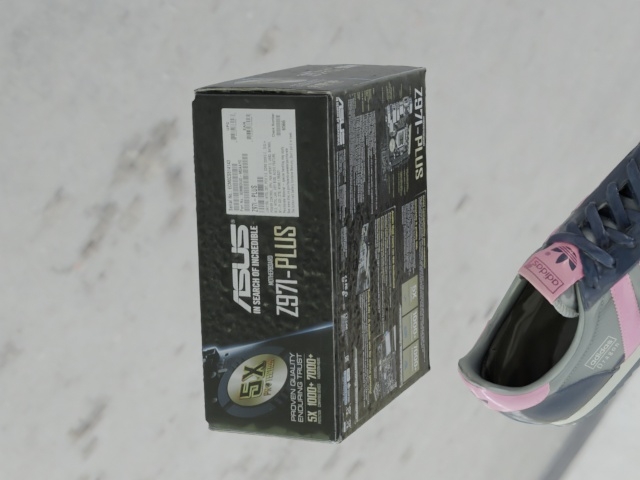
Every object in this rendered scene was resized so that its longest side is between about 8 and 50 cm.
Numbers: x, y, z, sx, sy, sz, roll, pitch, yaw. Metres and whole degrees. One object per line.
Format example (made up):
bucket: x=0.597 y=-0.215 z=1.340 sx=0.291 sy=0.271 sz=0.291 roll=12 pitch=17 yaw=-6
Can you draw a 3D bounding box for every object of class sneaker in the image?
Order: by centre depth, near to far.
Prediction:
sneaker: x=0.223 y=0.011 z=1.142 sx=0.131 sy=0.112 sz=0.319 roll=12 pitch=114 yaw=-48

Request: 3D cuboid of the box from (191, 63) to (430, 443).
box: x=0.000 y=0.000 z=0.811 sx=0.147 sy=0.077 sz=0.180 roll=-27 pitch=117 yaw=-64
